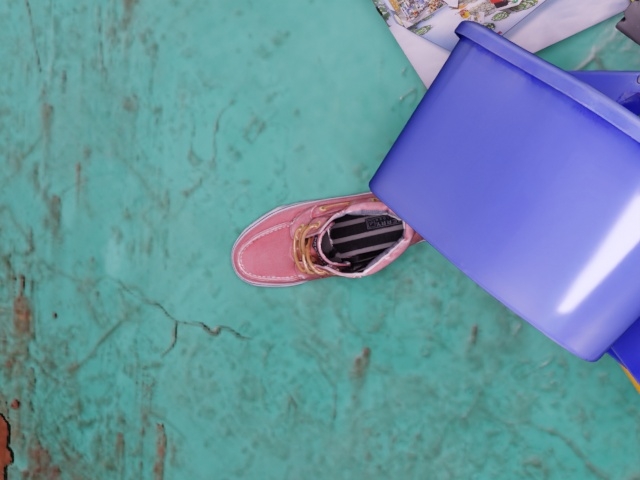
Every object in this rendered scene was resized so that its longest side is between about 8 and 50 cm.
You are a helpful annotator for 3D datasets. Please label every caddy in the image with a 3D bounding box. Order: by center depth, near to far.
[{"bbox_3d":[0.186,-0.028,1.088,0.241,0.341,0.179,33,96,-29],"label":"caddy"}]

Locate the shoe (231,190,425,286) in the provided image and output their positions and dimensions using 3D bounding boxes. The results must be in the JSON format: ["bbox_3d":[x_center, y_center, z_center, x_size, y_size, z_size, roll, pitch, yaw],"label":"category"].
[{"bbox_3d":[0.000,0.000,1.297,0.178,0.081,0.063,-15,95,22],"label":"shoe"}]

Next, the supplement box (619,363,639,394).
[{"bbox_3d":[0.311,0.061,1.186,0.188,0.081,0.104,-38,75,23],"label":"supplement box"}]

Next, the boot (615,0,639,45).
[{"bbox_3d":[0.454,-0.136,1.013,0.445,0.146,0.367,36,135,6],"label":"boot"}]

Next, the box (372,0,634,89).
[{"bbox_3d":[0.142,-0.216,1.190,0.233,0.044,0.159,-24,115,23],"label":"box"}]
